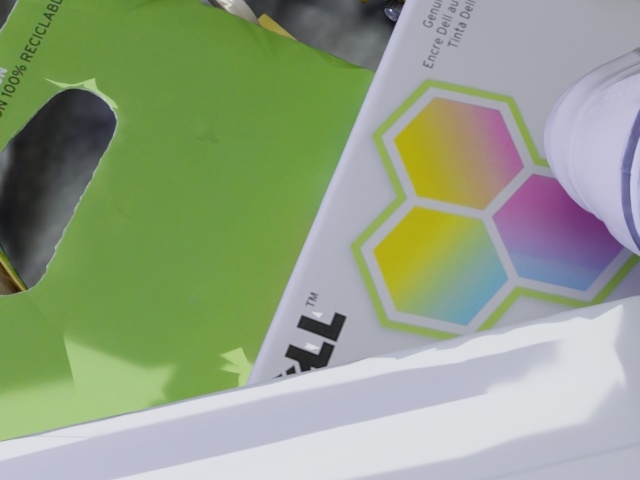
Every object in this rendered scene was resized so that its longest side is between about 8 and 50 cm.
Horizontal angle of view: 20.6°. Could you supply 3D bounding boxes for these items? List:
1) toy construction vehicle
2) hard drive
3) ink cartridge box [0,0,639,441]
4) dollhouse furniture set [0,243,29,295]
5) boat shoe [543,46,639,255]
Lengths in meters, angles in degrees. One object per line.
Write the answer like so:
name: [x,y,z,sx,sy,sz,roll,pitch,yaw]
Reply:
toy construction vehicle: [-0.001,-0.090,0.630,0.086,0.035,0.098,-42,77,-12]
hard drive: [0.011,0.209,0.400,0.233,0.047,0.353,-13,81,-2]
ink cartridge box: [0.000,0.000,0.527,0.255,0.097,0.188,21,64,1]
dollhouse furniture set: [-0.262,0.042,0.575,0.301,0.151,0.197,-24,82,-27]
boat shoe: [0.188,-0.029,0.477,0.268,0.096,0.088,-10,19,-20]
